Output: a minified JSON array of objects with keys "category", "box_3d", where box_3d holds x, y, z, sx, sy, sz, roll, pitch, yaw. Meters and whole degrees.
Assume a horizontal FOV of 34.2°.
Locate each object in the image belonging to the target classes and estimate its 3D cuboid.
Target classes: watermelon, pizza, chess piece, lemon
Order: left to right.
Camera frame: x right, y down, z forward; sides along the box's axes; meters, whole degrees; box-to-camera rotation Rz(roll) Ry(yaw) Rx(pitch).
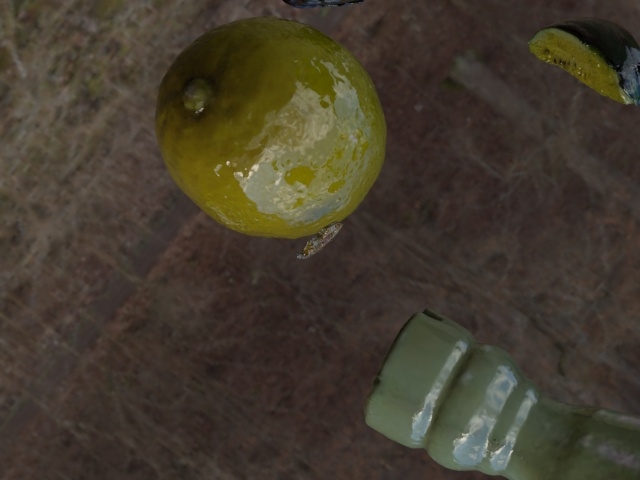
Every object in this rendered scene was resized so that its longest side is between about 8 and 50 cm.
[{"category":"lemon","box_3d":[-0.088,-0.178,1.577,0.364,0.364,0.364,-52,-175,6]},{"category":"pizza","box_3d":[0.000,0.000,1.510,0.083,0.016,0.037,-39,154,-2]},{"category":"chess piece","box_3d":[0.279,0.252,1.268,0.234,0.442,0.234,-51,158,-29]},{"category":"watermelon","box_3d":[0.532,-0.371,2.059,0.123,0.301,0.129,-18,130,-27]}]

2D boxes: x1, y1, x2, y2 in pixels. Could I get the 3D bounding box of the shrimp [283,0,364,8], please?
[{"category":"shrimp","box_3d":[0.009,-0.404,1.657,0.173,0.058,0.253,-10,180,34]}]
